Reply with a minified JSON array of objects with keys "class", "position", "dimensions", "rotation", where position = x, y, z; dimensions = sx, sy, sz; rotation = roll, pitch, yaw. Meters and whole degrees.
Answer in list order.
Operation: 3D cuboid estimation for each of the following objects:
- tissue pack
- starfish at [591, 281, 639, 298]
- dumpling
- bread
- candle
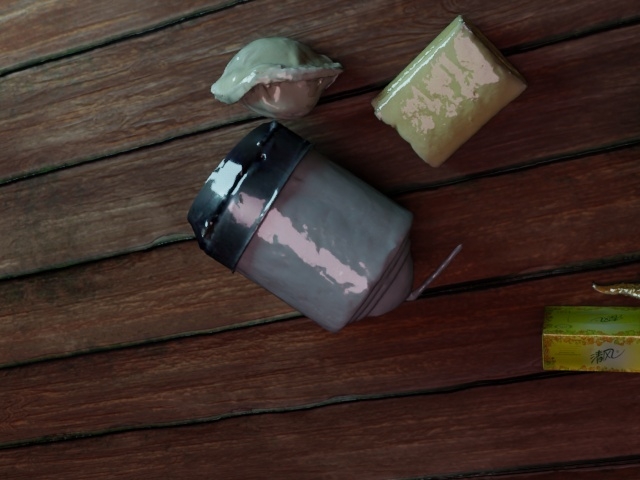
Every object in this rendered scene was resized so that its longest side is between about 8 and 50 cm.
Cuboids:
[{"class":"tissue pack","position":[0.409,0.139,1.281],"dimensions":[0.176,0.095,0.062],"rotation":[-1,111,17]},{"class":"starfish","position":[0.495,0.066,1.123],"dimensions":[0.301,0.293,0.084],"rotation":[1,99,18]},{"class":"dumpling","position":[-0.068,-0.222,1.247],"dimensions":[0.199,0.136,0.118],"rotation":[-7,107,35]},{"class":"bread","position":[0.174,-0.201,1.225],"dimensions":[0.139,0.060,0.178],"rotation":[43,117,-4]},{"class":"candle","position":[0.000,0.000,1.273],"dimensions":[0.342,0.221,0.221],"rotation":[35,117,0]}]
